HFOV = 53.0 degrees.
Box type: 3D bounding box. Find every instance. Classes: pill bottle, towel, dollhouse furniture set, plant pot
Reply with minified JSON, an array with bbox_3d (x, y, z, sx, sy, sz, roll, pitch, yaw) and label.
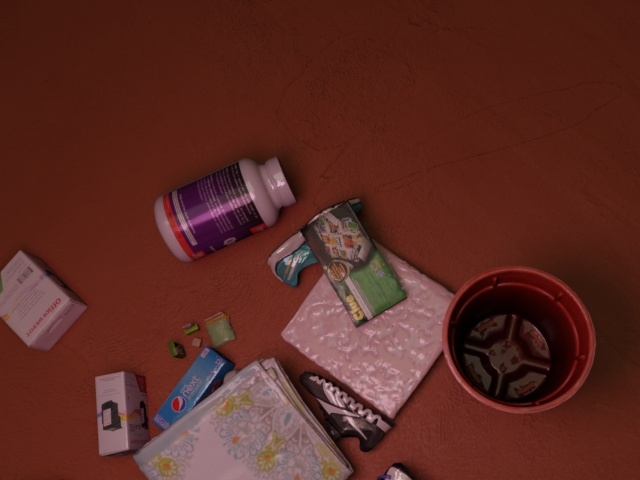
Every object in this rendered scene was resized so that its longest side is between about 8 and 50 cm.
[{"bbox_3d":[-0.227,-0.084,1.564,0.322,0.181,0.182,-23,69,3],"label":"pill bottle"},{"bbox_3d":[-0.163,0.472,1.368,0.374,0.090,0.321,-37,87,2],"label":"towel"},{"bbox_3d":[-0.286,0.229,1.540,0.151,0.058,0.076,-26,70,2],"label":"dollhouse furniture set"},{"bbox_3d":[0.385,0.218,1.299,0.272,0.265,0.273,-3,71,10],"label":"plant pot"},{"bbox_3d":[0.126,0.188,1.475,0.331,0.053,0.317,34,83,19],"label":"towel"}]

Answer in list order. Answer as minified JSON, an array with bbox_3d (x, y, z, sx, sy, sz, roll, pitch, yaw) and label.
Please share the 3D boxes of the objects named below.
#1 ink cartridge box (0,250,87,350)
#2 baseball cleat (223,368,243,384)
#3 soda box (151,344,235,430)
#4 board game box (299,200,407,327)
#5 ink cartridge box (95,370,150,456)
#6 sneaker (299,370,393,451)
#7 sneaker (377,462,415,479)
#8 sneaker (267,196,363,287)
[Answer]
[{"bbox_3d":[-0.728,0.154,1.635,0.212,0.093,0.154,37,84,21],"label":"ink cartridge box"},{"bbox_3d":[-0.179,0.392,1.450,0.109,0.072,0.206,-15,69,28],"label":"baseball cleat"},{"bbox_3d":[-0.293,0.353,1.494,0.067,0.071,0.210,33,81,20],"label":"soda box"},{"bbox_3d":[0.073,0.053,1.462,0.136,0.030,0.260,-30,80,-1],"label":"board game box"},{"bbox_3d":[-0.454,0.401,1.482,0.072,0.127,0.175,-12,71,5],"label":"ink cartridge box"},{"bbox_3d":[0.037,0.381,1.416,0.234,0.078,0.106,31,78,17],"label":"sneaker"},{"bbox_3d":[0.125,0.561,1.327,0.315,0.127,0.182,-9,67,1],"label":"sneaker"},{"bbox_3d":[0.000,0.000,1.552,0.275,0.107,0.110,-42,89,1],"label":"sneaker"}]
